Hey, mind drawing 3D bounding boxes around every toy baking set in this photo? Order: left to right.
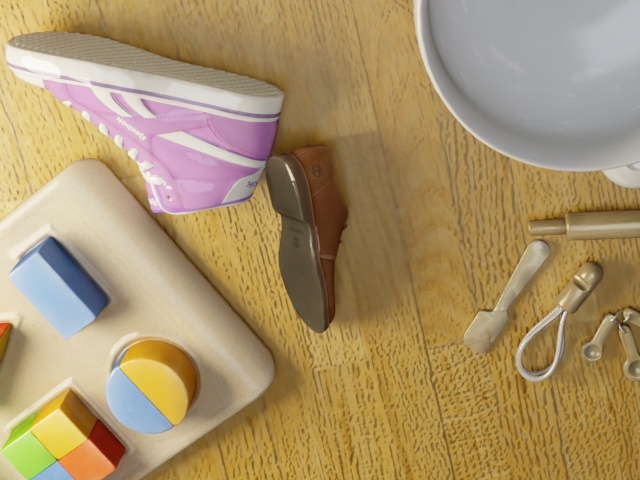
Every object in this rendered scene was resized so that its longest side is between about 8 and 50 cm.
[{"bbox_3d":[0.280,0.060,1.577,0.256,0.030,0.197,2,109,4],"label":"toy baking set"}]

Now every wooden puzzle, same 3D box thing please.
[{"bbox_3d":[-0.275,0.133,1.618,0.348,0.080,0.322,-37,102,15],"label":"wooden puzzle"}]

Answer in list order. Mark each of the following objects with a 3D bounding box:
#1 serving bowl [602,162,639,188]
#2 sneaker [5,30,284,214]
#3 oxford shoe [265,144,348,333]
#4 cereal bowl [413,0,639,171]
[{"bbox_3d":[0.322,-0.090,1.524,0.083,0.027,0.083,1,109,3],"label":"serving bowl"},{"bbox_3d":[-0.191,-0.109,1.519,0.282,0.102,0.161,16,112,-1],"label":"sneaker"},{"bbox_3d":[0.000,0.000,1.561,0.076,0.076,0.212,-25,125,-31],"label":"oxford shoe"},{"bbox_3d":[0.247,-0.243,1.403,0.339,0.141,0.339,-2,116,-5],"label":"cereal bowl"}]
